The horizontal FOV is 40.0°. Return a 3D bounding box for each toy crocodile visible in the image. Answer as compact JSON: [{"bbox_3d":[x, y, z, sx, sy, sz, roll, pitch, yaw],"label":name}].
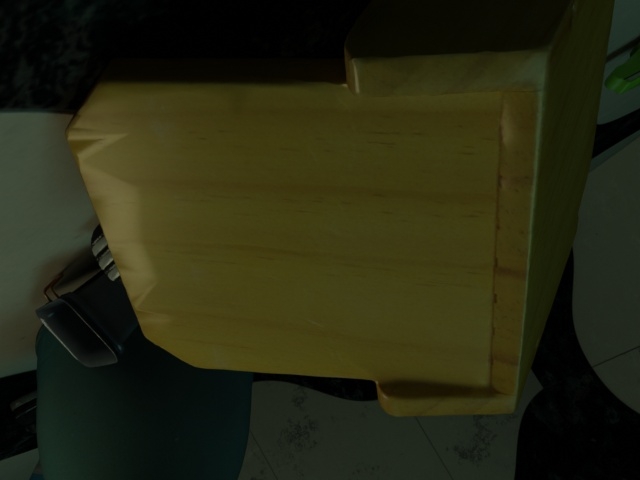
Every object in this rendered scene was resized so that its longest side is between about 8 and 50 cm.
[{"bbox_3d":[0.630,-0.346,1.468,0.340,0.105,0.115,-27,171,4],"label":"toy crocodile"}]

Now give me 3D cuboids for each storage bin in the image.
[{"bbox_3d":[-0.226,0.063,0.910,0.091,0.098,0.135,-47,-167,-29],"label":"storage bin"}]

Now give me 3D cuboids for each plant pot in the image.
[{"bbox_3d":[-0.206,0.239,1.031,0.271,0.255,0.272,-3,145,-2],"label":"plant pot"}]

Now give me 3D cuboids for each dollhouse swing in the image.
[{"bbox_3d":[0.039,-0.069,0.693,0.347,0.304,0.315,80,31,-45],"label":"dollhouse swing"}]

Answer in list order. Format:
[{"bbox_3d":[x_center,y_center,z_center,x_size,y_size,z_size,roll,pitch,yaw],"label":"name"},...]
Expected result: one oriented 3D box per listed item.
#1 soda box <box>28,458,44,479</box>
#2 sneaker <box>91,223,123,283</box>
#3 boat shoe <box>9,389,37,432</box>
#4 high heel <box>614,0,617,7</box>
[{"bbox_3d":[-0.377,0.303,1.389,0.067,0.071,0.210,100,14,-76],"label":"soda box"},{"bbox_3d":[-0.100,-0.045,0.811,0.228,0.086,0.132,-28,180,31],"label":"sneaker"},{"bbox_3d":[-0.446,0.285,1.414,0.075,0.065,0.206,-29,170,-13],"label":"boat shoe"},{"bbox_3d":[0.177,-0.221,0.857,0.093,0.186,0.261,31,92,-34],"label":"high heel"}]
